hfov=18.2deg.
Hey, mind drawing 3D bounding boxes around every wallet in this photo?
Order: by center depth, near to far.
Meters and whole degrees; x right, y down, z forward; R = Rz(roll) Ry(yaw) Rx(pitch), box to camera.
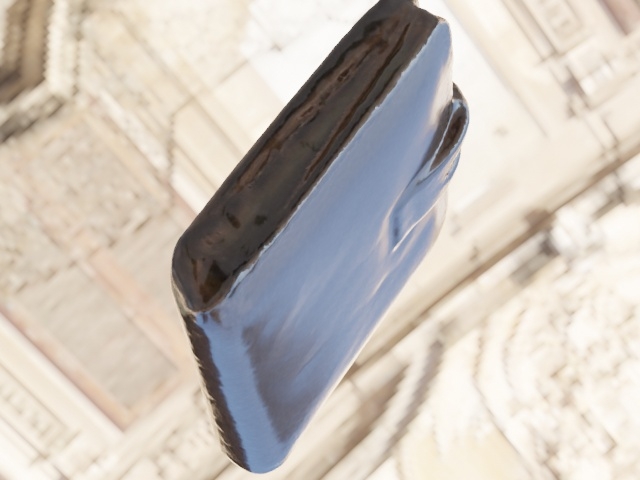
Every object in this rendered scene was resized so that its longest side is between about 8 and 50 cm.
[{"bbox_3d":[0.000,0.000,0.583,0.039,0.153,0.118,33,-109,18],"label":"wallet"}]
